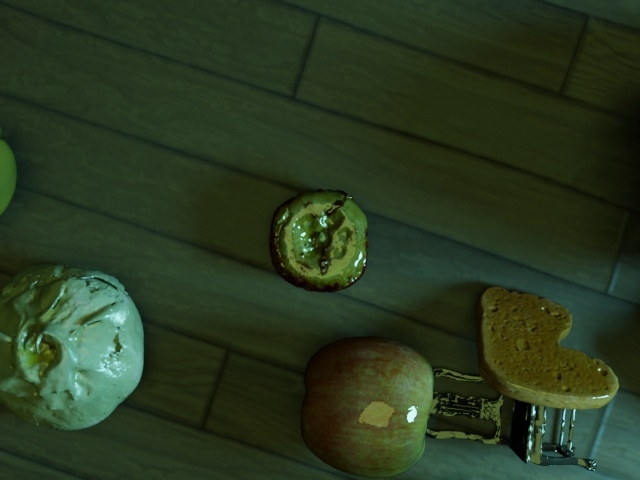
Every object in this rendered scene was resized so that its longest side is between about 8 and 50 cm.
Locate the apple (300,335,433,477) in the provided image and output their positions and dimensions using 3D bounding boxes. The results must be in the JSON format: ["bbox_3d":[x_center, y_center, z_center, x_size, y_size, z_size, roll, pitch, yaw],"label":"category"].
[{"bbox_3d":[0.061,0.220,1.531,0.173,0.188,0.188,6,92,5],"label":"apple"}]

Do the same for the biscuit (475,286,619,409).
[{"bbox_3d":[0.301,0.147,1.543,0.186,0.192,0.036,8,132,-1],"label":"biscuit"}]

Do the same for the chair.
[{"bbox_3d":[0.256,0.242,1.570,0.229,0.113,0.106,6,90,-3],"label":"chair"}]

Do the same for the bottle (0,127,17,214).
[{"bbox_3d":[-0.585,-0.109,1.538,0.351,0.171,0.172,12,92,1],"label":"bottle"}]

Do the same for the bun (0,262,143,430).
[{"bbox_3d":[-0.354,0.142,1.556,0.239,0.141,0.239,0,89,3],"label":"bun"}]

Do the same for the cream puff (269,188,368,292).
[{"bbox_3d":[0.000,0.000,1.577,0.149,0.084,0.149,0,90,-3],"label":"cream puff"}]
